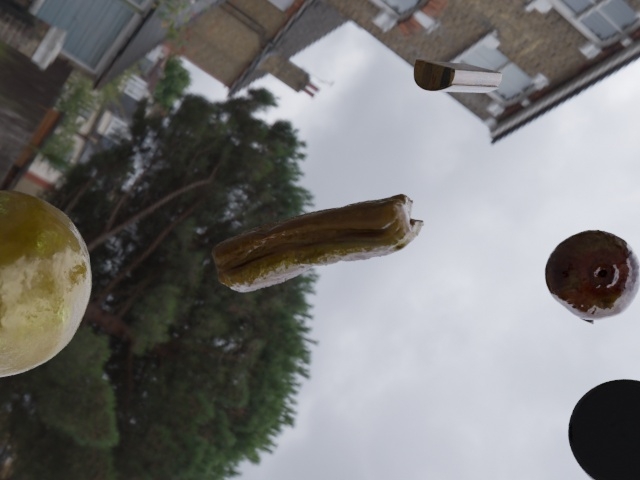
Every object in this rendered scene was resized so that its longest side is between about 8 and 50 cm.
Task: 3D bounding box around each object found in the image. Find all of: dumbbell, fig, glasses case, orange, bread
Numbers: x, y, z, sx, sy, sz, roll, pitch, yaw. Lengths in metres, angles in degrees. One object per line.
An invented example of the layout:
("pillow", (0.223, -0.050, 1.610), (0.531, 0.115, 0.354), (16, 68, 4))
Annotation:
("dumbbell", (0.304, 0.207, 0.712), (0.100, 0.191, 0.100), (-16, -125, 23))
("fig", (0.570, 0.077, 1.588), (0.205, 0.205, 0.205), (-44, -152, 31))
("glasses case", (0.203, -0.238, 1.107), (0.065, 0.170, 0.041), (23, -70, 30))
("orange", (-0.449, 0.062, 1.016), (0.279, 0.235, 0.279), (-8, -153, 4))
("bread", (0.000, 0.000, 1.331), (0.380, 0.109, 0.185), (-15, -176, 24))
